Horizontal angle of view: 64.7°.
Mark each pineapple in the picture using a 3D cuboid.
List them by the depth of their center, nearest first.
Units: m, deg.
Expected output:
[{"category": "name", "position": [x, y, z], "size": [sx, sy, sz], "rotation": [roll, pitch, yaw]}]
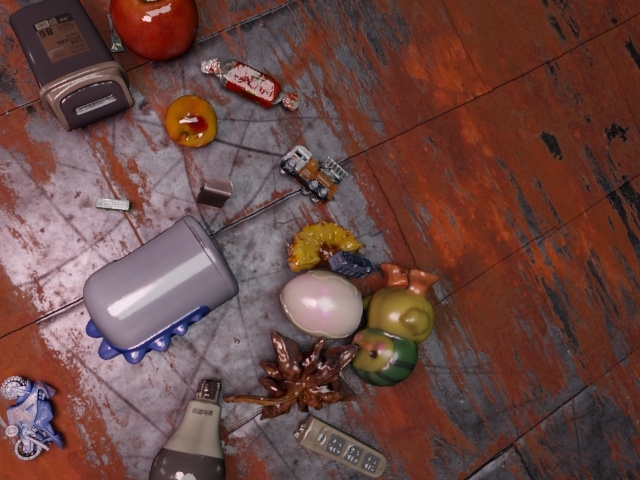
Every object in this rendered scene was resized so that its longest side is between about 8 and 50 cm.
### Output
[{"category": "pineapple", "position": [0.000, 0.001, 1.398], "size": [0.233, 0.079, 0.135], "rotation": [-10, 61, -30]}]

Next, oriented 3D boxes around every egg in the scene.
[{"category": "egg", "position": [-0.003, 0.170, 1.348], "size": [0.217, 0.183, 0.183], "rotation": [8, 83, -16]}]

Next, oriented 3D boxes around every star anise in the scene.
[{"category": "star anise", "position": [-0.060, 0.372, 1.326], "size": [0.349, 0.109, 0.293], "rotation": [15, 102, -11]}]

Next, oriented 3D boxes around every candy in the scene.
[{"category": "candy", "position": [-0.193, -0.438, 1.412], "size": [0.292, 0.059, 0.086], "rotation": [24, 83, -11]}]

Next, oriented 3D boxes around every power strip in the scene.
[{"category": "power strip", "position": [0.064, 0.579, 1.404], "size": [0.285, 0.048, 0.080], "rotation": [31, 79, -12]}]

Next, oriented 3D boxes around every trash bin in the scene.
[{"category": "trash bin", "position": [-0.607, -0.428, 1.243], "size": [0.209, 0.182, 0.290], "rotation": [-28, 87, -15]}]

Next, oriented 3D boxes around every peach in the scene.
[{"category": "peach", "position": [-0.337, -0.316, 1.331], "size": [0.138, 0.138, 0.138], "rotation": [1, 85, -15]}]

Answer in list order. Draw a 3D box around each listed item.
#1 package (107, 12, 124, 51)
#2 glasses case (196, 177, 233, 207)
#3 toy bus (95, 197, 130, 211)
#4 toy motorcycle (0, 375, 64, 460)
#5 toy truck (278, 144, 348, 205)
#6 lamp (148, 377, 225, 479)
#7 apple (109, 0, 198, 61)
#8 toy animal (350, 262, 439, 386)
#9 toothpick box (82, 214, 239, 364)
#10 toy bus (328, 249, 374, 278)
[{"category": "package", "position": [-0.546, -0.556, 1.350], "size": [0.037, 0.015, 0.110], "rotation": [-7, 86, -10]}, {"category": "glasses case", "position": [-0.274, -0.121, 1.297], "size": [0.072, 0.190, 0.042], "rotation": [5, 83, -18]}, {"category": "toy bus", "position": [-0.535, -0.092, 1.302], "size": [0.083, 0.037, 0.031], "rotation": [6, 83, -14]}, {"category": "toy motorcycle", "position": [-0.685, 0.416, 1.206], "size": [0.114, 0.076, 0.205], "rotation": [-13, 90, -23]}, {"category": "toy truck", "position": [-0.023, -0.196, 1.427], "size": [0.177, 0.080, 0.115], "rotation": [40, 72, -10]}, {"category": "lamp", "position": [-0.329, 0.508, 1.250], "size": [0.181, 0.182, 0.314], "rotation": [-1, 71, -15]}, {"category": "apple", "position": [-0.421, -0.576, 1.293], "size": [0.218, 0.201, 0.218], "rotation": [1, 82, -8]}, {"category": "toy animal", "position": [0.210, 0.242, 1.396], "size": [0.191, 0.216, 0.338], "rotation": [29, 78, -38]}, {"category": "toothpick box", "position": [-0.394, 0.132, 1.215], "size": [0.354, 0.263, 0.263], "rotation": [-33, 94, -14]}, {"category": "toy bus", "position": [0.088, 0.068, 1.400], "size": [0.065, 0.166, 0.047], "rotation": [-33, 63, 22]}]
